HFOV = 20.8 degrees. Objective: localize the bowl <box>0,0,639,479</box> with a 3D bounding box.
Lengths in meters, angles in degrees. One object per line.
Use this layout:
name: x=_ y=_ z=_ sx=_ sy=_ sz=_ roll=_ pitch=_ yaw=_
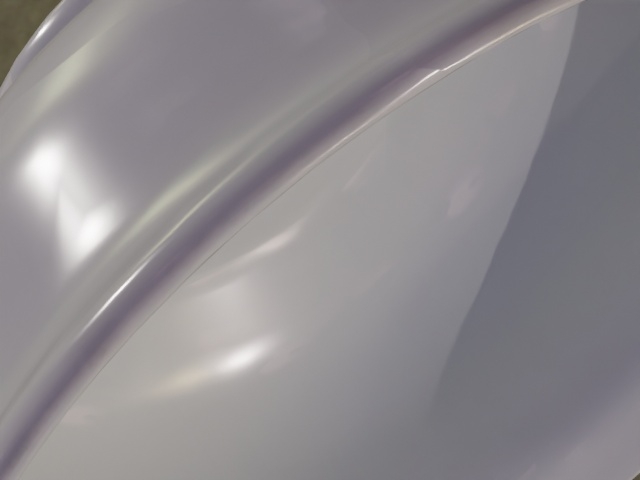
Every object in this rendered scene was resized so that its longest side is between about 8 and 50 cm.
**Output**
bowl: x=0.000 y=0.000 z=0.475 sx=0.134 sy=0.298 sz=0.298 roll=51 pitch=131 yaw=28
